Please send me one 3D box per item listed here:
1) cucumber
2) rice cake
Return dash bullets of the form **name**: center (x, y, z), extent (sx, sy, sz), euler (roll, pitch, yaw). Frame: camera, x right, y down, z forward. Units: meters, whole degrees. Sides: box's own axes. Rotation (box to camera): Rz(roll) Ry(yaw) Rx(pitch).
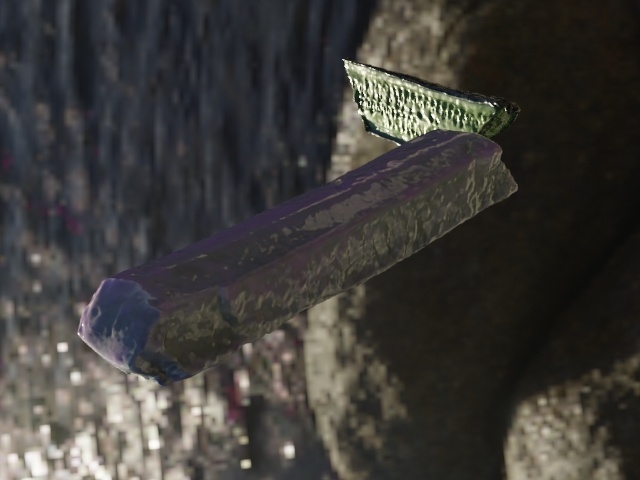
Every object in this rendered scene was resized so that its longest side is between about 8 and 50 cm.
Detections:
- **cucumber**: center (0.101, -0.114, 1.639), extent (0.220, 0.046, 0.070), euler (22, 113, 48)
- **rice cake**: center (0.000, 0.000, 1.142), extent (0.073, 0.365, 0.056), euler (20, 123, 38)
